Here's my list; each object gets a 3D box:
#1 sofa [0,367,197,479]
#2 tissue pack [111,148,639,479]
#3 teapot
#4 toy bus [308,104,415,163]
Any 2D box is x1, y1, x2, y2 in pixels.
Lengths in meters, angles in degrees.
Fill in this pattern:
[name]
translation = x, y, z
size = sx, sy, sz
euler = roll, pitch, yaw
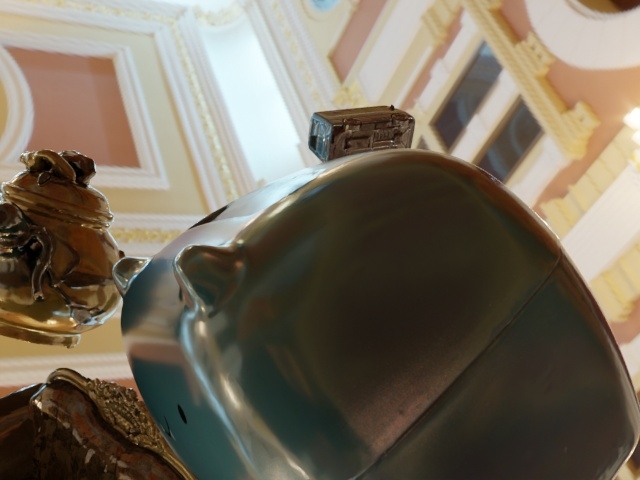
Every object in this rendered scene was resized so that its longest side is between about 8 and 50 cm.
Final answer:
[sofa]
translation = -0.228, 0.227, 0.660
size = 0.258, 0.182, 0.200
euler = 29, -147, 32
[tissue pack]
translation = 0.005, 0.057, 0.465
size = 0.198, 0.287, 0.206
euler = -40, -77, -17
[teapot]
translation = -0.267, 0.000, 0.844
size = 0.173, 0.183, 0.269
euler = 17, -178, 4
[toy bus]
translation = 0.034, -0.086, 0.690
size = 0.083, 0.038, 0.046
euler = -11, -147, -30
